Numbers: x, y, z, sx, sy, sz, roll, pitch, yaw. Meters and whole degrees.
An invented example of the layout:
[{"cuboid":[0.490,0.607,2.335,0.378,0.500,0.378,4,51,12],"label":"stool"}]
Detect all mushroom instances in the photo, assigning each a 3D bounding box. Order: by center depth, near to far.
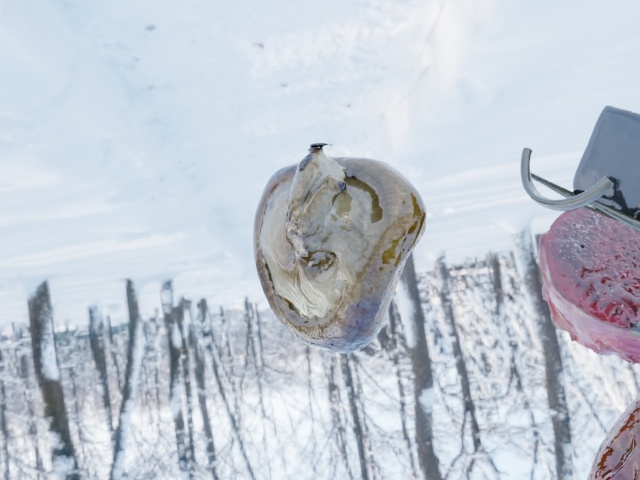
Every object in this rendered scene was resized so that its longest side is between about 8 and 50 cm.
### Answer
[{"cuboid":[0.000,0.000,1.092,0.345,0.346,0.259,-14,168,43],"label":"mushroom"}]

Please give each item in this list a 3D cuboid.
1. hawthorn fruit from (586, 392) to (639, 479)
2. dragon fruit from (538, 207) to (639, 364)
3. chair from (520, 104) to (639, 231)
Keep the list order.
[{"cuboid":[0.351,0.245,0.590,0.261,0.258,0.258,-20,178,-20],"label":"hawthorn fruit"},{"cuboid":[0.624,0.099,1.369,0.386,0.371,0.249,13,142,18],"label":"dragon fruit"},{"cuboid":[0.448,-0.101,0.996,0.272,0.166,0.188,12,-164,-25],"label":"chair"}]
